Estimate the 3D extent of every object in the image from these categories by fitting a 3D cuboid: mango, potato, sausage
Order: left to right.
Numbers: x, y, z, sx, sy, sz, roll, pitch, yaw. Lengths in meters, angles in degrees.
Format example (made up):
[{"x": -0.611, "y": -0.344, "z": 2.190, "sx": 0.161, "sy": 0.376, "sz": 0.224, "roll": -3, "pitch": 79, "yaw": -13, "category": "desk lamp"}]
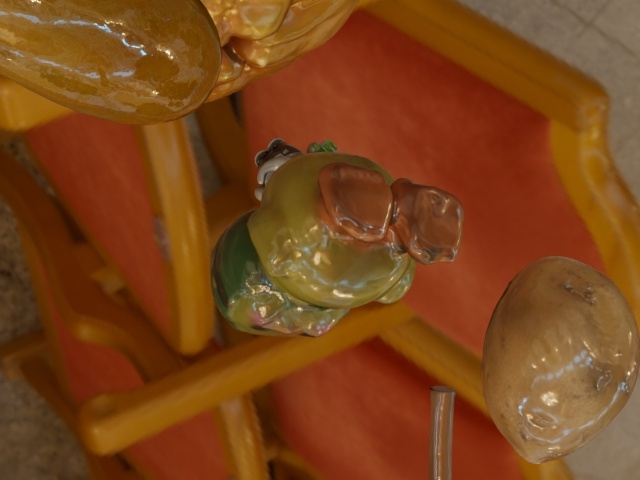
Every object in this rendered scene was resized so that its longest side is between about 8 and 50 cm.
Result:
[{"x": -0.118, "y": -0.109, "z": 0.707, "sx": 0.085, "sy": 0.102, "sz": 0.184, "roll": -53, "pitch": 152, "yaw": 14, "category": "mango"}, {"x": 0.117, "y": 0.198, "z": 1.356, "sx": 0.026, "sy": 0.026, "sz": 0.116, "roll": -8, "pitch": 105, "yaw": -32, "category": "sausage"}, {"x": 0.165, "y": 0.081, "z": 0.991, "sx": 0.112, "sy": 0.147, "sz": 0.112, "roll": 10, "pitch": 156, "yaw": 5, "category": "potato"}]

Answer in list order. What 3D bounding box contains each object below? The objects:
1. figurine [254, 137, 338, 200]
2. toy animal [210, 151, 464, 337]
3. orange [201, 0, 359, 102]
[{"x": -0.027, "y": -0.070, "z": 2.009, "sx": 0.147, "sy": 0.192, "sz": 0.126, "roll": -35, "pitch": 147, "yaw": -5, "category": "figurine"}, {"x": -0.001, "y": -0.002, "z": 1.672, "sx": 0.216, "sy": 0.191, "sz": 0.338, "roll": 14, "pitch": 149, "yaw": -29, "category": "toy animal"}, {"x": -0.113, "y": -0.239, "z": 0.955, "sx": 0.341, "sy": 0.293, "sz": 0.340, "roll": -17, "pitch": 159, "yaw": -7, "category": "orange"}]
